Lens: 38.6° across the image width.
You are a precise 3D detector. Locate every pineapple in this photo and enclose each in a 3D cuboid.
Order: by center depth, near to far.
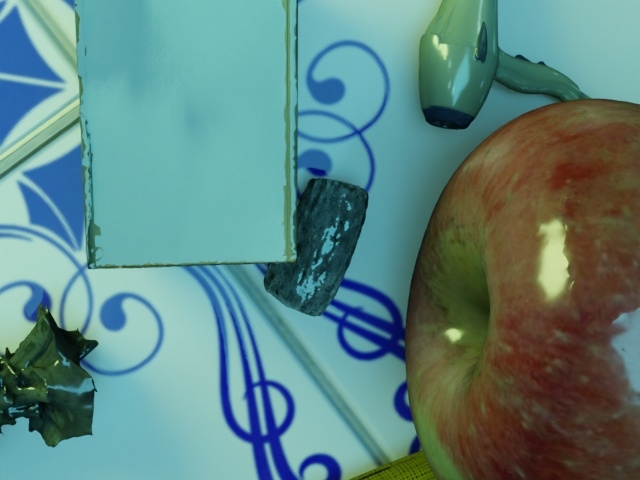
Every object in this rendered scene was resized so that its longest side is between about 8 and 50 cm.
[{"bbox_3d":[-0.275,0.145,0.703,0.237,0.111,0.119,-39,136,-8],"label":"pineapple"}]

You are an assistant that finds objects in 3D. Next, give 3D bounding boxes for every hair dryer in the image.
[{"bbox_3d":[0.173,-0.176,0.766,0.199,0.067,0.167,-3,96,-23],"label":"hair dryer"}]

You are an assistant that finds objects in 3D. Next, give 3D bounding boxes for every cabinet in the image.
[{"bbox_3d":[-0.094,-0.096,0.666,0.145,0.150,0.206,-1,101,-8],"label":"cabinet"}]

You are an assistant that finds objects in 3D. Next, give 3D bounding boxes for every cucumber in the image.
[{"bbox_3d":[-0.001,0.002,0.751,0.064,0.064,0.112,21,96,-15],"label":"cucumber"}]

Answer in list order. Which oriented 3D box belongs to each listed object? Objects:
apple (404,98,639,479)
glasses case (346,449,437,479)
[{"bbox_3d":[0.217,0.071,0.684,0.269,0.345,0.345,6,99,-15],"label":"apple"},{"bbox_3d":[0.025,0.255,0.806,0.234,0.064,0.079,-21,98,-7],"label":"glasses case"}]
